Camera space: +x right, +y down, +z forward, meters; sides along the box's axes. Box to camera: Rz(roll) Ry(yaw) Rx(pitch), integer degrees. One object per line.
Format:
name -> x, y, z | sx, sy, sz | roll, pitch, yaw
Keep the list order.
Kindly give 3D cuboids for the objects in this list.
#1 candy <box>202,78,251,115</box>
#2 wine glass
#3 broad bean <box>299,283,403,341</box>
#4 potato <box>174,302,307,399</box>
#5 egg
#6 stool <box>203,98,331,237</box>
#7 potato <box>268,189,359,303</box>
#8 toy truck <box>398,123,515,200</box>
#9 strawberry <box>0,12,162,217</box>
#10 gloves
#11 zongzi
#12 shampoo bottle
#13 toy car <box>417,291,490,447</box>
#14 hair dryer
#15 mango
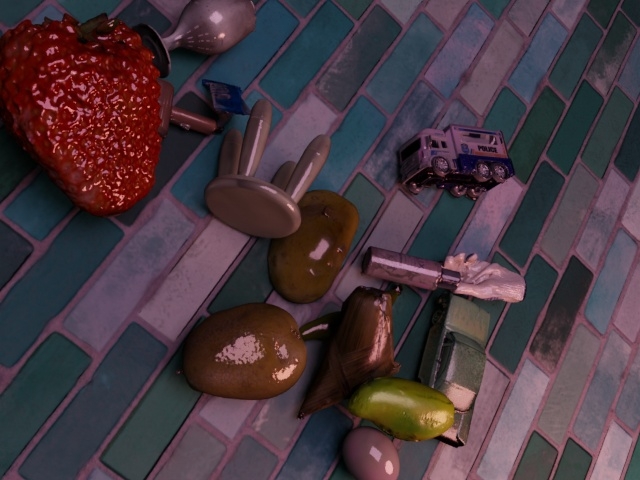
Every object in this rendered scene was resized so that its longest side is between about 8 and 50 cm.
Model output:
candy -> -0.188, -0.292, 1.596 | 0.088, 0.038, 0.136 | 10, 33, -30
wine glass -> -0.250, -0.425, 1.578 | 0.241, 0.126, 0.126 | -35, 94, -29
broad bean -> 0.075, 0.162, 1.641 | 0.297, 0.043, 0.060 | -20, 79, -33
potato -> -0.147, 0.210, 1.438 | 0.251, 0.159, 0.174 | -9, 57, -22
egg -> 0.101, 0.430, 1.542 | 0.103, 0.103, 0.135 | -40, 98, -32
stool -> -0.106, -0.133, 1.534 | 0.195, 0.195, 0.198 | 29, 62, -19
potato -> 0.000, 0.000, 1.607 | 0.160, 0.111, 0.271 | 37, 62, -18
toy truck -> 0.312, -0.194, 1.831 | 0.268, 0.124, 0.155 | 3, 68, -31
strawberry -> -0.415, -0.207, 1.350 | 0.312, 0.267, 0.351 | -33, 112, -61
gloves -> 0.367, 0.091, 1.792 | 0.229, 0.097, 0.119 | 22, 44, -18
zongzi -> 0.040, 0.215, 1.526 | 0.242, 0.112, 0.221 | -23, 125, -28
shampoo bottle -> 0.199, 0.065, 1.696 | 0.214, 0.072, 0.072 | 13, 69, -11
toy car -> 0.294, 0.278, 1.698 | 0.141, 0.097, 0.320 | 27, 65, -21
hair dryer -> -0.274, -0.240, 1.552 | 0.182, 0.064, 0.117 | 15, 70, -31
mango -> 0.156, 0.333, 1.536 | 0.233, 0.111, 0.125 | 11, 109, -23
